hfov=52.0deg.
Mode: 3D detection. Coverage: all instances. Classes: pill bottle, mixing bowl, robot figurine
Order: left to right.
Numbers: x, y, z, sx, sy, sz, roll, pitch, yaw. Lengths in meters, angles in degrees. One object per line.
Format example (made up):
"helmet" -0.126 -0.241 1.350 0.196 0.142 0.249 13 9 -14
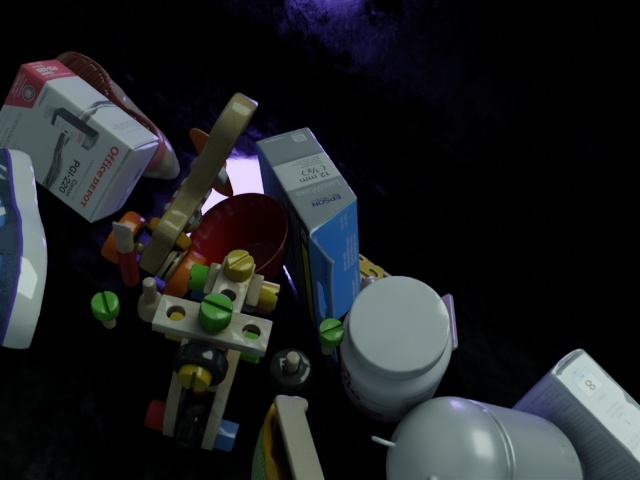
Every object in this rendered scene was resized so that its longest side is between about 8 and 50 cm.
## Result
"mixing bowl" -0.126 0.018 1.123 0.181 0.182 0.098 60 -2 40
"pill bottle" 0.109 0.167 0.983 0.160 0.160 0.283 48 -15 22
"robot figurine" 0.240 0.343 0.970 0.354 0.199 0.300 20 -8 -34

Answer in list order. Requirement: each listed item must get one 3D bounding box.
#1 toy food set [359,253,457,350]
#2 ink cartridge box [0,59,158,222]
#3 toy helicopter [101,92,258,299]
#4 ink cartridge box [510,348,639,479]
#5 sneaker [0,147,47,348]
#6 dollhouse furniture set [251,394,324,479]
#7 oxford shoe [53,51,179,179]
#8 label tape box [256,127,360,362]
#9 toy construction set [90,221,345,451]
"toy food set" 0.156 0.099 1.402 0.306 0.092 0.219 34 25 -9
"ink cartridge box" -0.393 -0.158 1.047 0.218 0.158 0.092 37 24 -1
"toy helicopter" -0.175 -0.088 0.982 0.140 0.355 0.235 34 43 -7
"ink cartridge box" 0.479 0.398 1.072 0.091 0.308 0.385 -31 65 -26
"sneaker" -0.462 -0.008 0.769 0.236 0.130 0.322 5 43 -33
"dollhouse furniture set" -0.075 0.319 0.642 0.152 0.197 0.301 6 34 -22
"oxford shoe" -0.401 -0.227 1.253 0.348 0.123 0.130 47 0 22
"label tape box" 0.000 0.000 1.159 0.115 0.249 0.347 -19 45 -14
"toy construction set" -0.152 0.078 0.802 0.309 0.237 0.257 34 56 15
